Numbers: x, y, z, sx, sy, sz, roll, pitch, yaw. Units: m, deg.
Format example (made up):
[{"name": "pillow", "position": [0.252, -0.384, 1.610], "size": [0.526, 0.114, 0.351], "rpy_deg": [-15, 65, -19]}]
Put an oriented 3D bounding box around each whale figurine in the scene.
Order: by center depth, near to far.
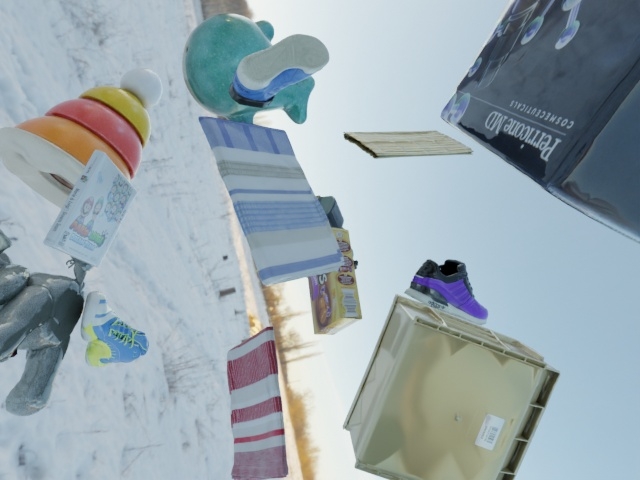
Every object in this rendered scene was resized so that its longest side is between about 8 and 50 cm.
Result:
[{"name": "whale figurine", "position": [-0.113, -0.305, 0.802], "size": [0.141, 0.272, 0.216], "rpy_deg": [19, -84, 52]}]

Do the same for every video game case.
[{"name": "video game case", "position": [-0.333, -0.040, 0.638], "size": [0.157, 0.019, 0.143], "rpy_deg": [116, -5, -75]}]

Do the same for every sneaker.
[{"name": "sneaker", "position": [-0.062, -0.237, 0.607], "size": [0.058, 0.152, 0.084], "rpy_deg": [58, -30, -7]}, {"name": "sneaker", "position": [-0.424, 0.186, 0.898], "size": [0.240, 0.126, 0.091], "rpy_deg": [118, -29, -45]}, {"name": "sneaker", "position": [0.371, 0.131, 1.162], "size": [0.102, 0.293, 0.146], "rpy_deg": [22, -91, 60]}]

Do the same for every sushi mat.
[{"name": "sushi mat", "position": [0.227, -0.245, 1.086], "size": [0.151, 0.316, 0.019], "rpy_deg": [48, -43, 46]}]

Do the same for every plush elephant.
[{"name": "plush elephant", "position": [-0.601, 0.109, 0.789], "size": [0.272, 0.255, 0.330], "rpy_deg": [104, -3, -53]}]

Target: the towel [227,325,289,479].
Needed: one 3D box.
[{"name": "towel", "position": [-0.164, 0.402, 1.049], "size": [0.237, 0.037, 0.329], "rpy_deg": [-37, -127, 44]}]

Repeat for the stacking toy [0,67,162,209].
[{"name": "stacking toy", "position": [-0.606, -0.314, 1.230], "size": [0.350, 0.351, 0.480], "rpy_deg": [97, 18, -61]}]

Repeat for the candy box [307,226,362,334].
[{"name": "candy box", "position": [0.022, 0.080, 0.844], "size": [0.109, 0.053, 0.186], "rpy_deg": [-44, -133, 50]}]

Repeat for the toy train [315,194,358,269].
[{"name": "toy train", "position": [0.000, 0.000, 1.377], "size": [0.334, 0.190, 0.142], "rpy_deg": [66, 32, -35]}]

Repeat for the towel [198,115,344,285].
[{"name": "towel", "position": [-0.073, -0.067, 0.704], "size": [0.034, 0.209, 0.285], "rpy_deg": [-31, -102, 33]}]

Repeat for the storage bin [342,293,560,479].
[{"name": "storage bin", "position": [0.209, 0.266, 0.712], "size": [0.123, 0.260, 0.262], "rpy_deg": [-113, -136, -84]}]

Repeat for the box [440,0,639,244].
[{"name": "box", "position": [0.331, -0.214, 0.375], "size": [0.395, 0.212, 0.293], "rpy_deg": [-62, -167, 22]}]
